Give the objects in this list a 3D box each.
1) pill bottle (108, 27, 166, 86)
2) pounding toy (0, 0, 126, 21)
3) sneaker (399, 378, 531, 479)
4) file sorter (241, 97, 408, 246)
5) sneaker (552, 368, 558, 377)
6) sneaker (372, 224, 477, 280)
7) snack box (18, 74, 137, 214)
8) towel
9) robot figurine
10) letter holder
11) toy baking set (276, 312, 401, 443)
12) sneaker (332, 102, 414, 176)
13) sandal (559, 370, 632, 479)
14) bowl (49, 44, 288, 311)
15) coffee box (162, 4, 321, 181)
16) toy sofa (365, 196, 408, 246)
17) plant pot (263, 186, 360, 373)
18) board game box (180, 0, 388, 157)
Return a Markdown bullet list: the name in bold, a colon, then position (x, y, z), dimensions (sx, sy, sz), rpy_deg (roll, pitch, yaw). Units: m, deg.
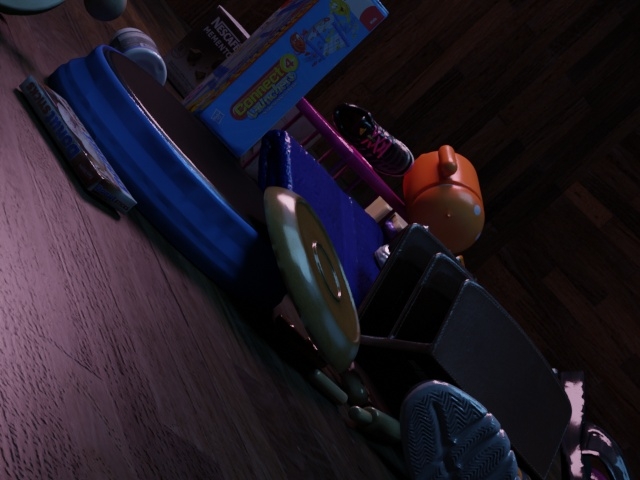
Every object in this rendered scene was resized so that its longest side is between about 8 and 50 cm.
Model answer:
- **pill bottle**: position (-0.276, -0.267, 2.018), dimensions (0.078, 0.078, 0.137), rpy_deg (44, 7, -28)
- **pounding toy**: position (-0.366, -0.339, 1.650), dimensions (0.237, 0.110, 0.183), rpy_deg (-2, 74, -35)
- **sneaker**: position (0.182, 0.286, 1.632), dimensions (0.321, 0.124, 0.180), rpy_deg (57, -1, -15)
- **file sorter**: position (-0.005, -0.084, 2.253), dimensions (0.202, 0.182, 0.291), rpy_deg (51, 6, 35)
- **sneaker**: position (0.293, 0.281, 2.268), dimensions (0.410, 0.182, 0.158), rpy_deg (72, 19, -88)
- **sneaker**: position (0.197, 0.093, 1.978), dimensions (0.271, 0.108, 0.100), rpy_deg (49, 4, 4)
- **snack box**: position (-0.252, -0.100, 1.401), dimensions (0.178, 0.022, 0.064), rpy_deg (52, 6, 34)
- **towel**: position (0.000, 0.000, 2.010), dimensions (0.308, 0.076, 0.227), rpy_deg (45, 32, -45)
- **robot figurine**: position (0.200, -0.060, 2.203), dimensions (0.128, 0.158, 0.219), rpy_deg (34, 27, -20)
- **letter holder**: position (0.203, 0.139, 1.762), dimensions (0.152, 0.214, 0.302), rpy_deg (4, -35, 45)
- **toy baking set**: position (0.034, 0.169, 1.649), dimensions (0.197, 0.030, 0.256), rpy_deg (52, 7, 33)
- **sneaker**: position (0.079, -0.167, 2.209), dimensions (0.170, 0.063, 0.075), rpy_deg (44, 3, 21)
- **sandal**: position (0.416, 0.352, 2.036), dimensions (0.446, 0.107, 0.167), rpy_deg (-78, 162, -54)
- **bowl**: position (-0.164, -0.083, 1.652), dimensions (0.391, 0.077, 0.391), rpy_deg (47, 6, -6)
- **coffee box**: position (-0.145, -0.270, 2.520), dimensions (0.297, 0.168, 0.119), rpy_deg (51, 7, 24)
- **toy sofa**: position (0.188, 0.098, 2.605), dimensions (0.362, 0.150, 0.177), rpy_deg (46, 11, -17)
- **plant pot**: position (-0.003, 0.040, 1.595), dimensions (0.236, 0.032, 0.236), rpy_deg (-22, 90, -79)
- **board game box**: position (-0.073, -0.264, 2.064), dimensions (0.086, 0.308, 0.302), rpy_deg (47, -7, -14)
